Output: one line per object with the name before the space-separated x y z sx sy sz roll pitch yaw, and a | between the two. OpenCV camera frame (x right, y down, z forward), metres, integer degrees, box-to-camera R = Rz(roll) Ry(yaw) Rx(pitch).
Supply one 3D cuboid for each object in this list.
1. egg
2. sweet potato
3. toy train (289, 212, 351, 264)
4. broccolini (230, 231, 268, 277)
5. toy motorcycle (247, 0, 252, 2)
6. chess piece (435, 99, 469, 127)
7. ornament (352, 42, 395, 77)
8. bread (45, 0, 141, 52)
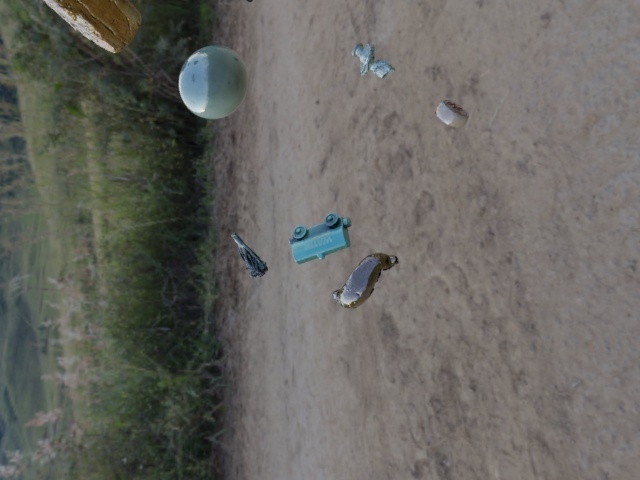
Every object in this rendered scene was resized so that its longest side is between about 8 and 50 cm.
egg | -0.239 -0.357 1.304 0.149 0.150 0.192 127 161 -47
sweet potato | 0.121 0.135 1.774 0.310 0.098 0.124 -47 5 40
toy train | 0.000 0.000 2.106 0.249 0.101 0.159 -19 54 20
broccolini | -0.273 0.051 2.250 0.091 0.068 0.202 -25 92 38
toy motorcycle | -0.256 -0.841 1.742 0.124 0.272 0.181 4 88 23
chess piece | 0.325 -0.313 1.434 0.038 0.084 0.083 -61 31 31
ornament | 0.099 -0.355 1.148 0.092 0.041 0.068 58 150 3
bread | -0.673 -0.696 1.698 0.132 0.294 0.166 22 79 44
